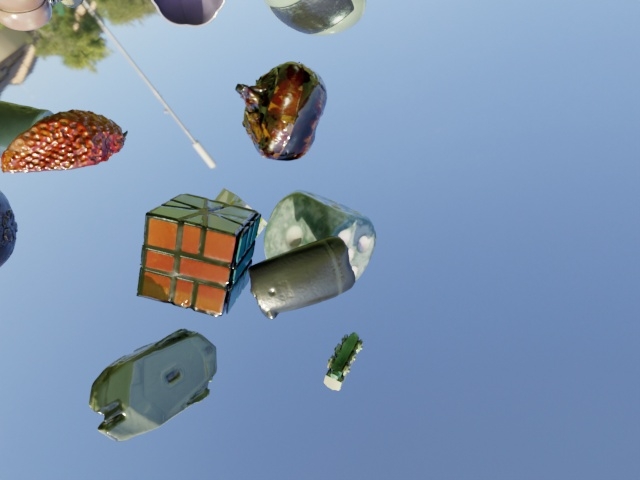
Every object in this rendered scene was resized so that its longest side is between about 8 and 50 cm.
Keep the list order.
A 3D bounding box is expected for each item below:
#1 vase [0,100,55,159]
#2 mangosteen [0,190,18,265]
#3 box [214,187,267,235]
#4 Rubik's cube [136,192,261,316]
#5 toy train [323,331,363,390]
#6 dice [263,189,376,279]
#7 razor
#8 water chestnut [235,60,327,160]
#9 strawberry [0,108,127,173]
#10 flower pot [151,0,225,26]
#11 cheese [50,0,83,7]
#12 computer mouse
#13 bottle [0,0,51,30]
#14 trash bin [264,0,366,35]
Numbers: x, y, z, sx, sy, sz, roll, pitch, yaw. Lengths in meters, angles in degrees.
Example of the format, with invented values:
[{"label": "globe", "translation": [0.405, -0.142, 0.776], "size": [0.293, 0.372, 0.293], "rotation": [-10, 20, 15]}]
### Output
[{"label": "vase", "translation": [-1.014, -0.360, 1.523], "size": [0.292, 0.244, 0.244], "rotation": [7, -134, -1]}, {"label": "mangosteen", "translation": [-0.987, -0.033, 1.272], "size": [0.294, 0.296, 0.297], "rotation": [-5, -156, -34]}, {"label": "box", "translation": [-0.396, -0.085, 2.163], "size": [0.111, 0.260, 0.194], "rotation": [28, -100, 41]}, {"label": "Rubik's cube", "translation": [-0.370, 0.036, 1.484], "size": [0.294, 0.283, 0.288], "rotation": [17, -162, 3]}, {"label": "toy train", "translation": [0.077, 0.397, 1.579], "size": [0.081, 0.125, 0.194], "rotation": [24, -137, 13]}, {"label": "dice", "translation": [0.000, 0.000, 1.920], "size": [0.328, 0.348, 0.330], "rotation": [30, -77, 38]}, {"label": "razor", "translation": [-0.061, 0.122, 1.571], "size": [0.350, 0.204, 0.113], "rotation": [-20, -166, -6]}, {"label": "water chestnut", "translation": [-0.128, -0.389, 1.400], "size": [0.300, 0.300, 0.299], "rotation": [-19, -139, 18]}, {"label": "strawberry", "translation": [-0.521, -0.213, 0.974], "size": [0.175, 0.106, 0.236], "rotation": [13, -150, 25]}, {"label": "flower pot", "translation": [-0.483, -0.943, 1.684], "size": [0.265, 0.265, 0.243], "rotation": [-25, -122, 11]}, {"label": "cheese", "translation": [-0.792, -0.770, 1.480], "size": [0.048, 0.092, 0.171], "rotation": [21, -118, -3]}, {"label": "computer mouse", "translation": [-0.487, 0.415, 1.405], "size": [0.146, 0.228, 0.429], "rotation": [-17, -176, 33]}, {"label": "bottle", "translation": [-0.774, -0.691, 1.180], "size": [0.173, 0.296, 0.206], "rotation": [-2, -121, -11]}, {"label": "trash bin", "translation": [0.005, -0.781, 1.283], "size": [0.281, 0.280, 0.431], "rotation": [1, -105, 36]}]
